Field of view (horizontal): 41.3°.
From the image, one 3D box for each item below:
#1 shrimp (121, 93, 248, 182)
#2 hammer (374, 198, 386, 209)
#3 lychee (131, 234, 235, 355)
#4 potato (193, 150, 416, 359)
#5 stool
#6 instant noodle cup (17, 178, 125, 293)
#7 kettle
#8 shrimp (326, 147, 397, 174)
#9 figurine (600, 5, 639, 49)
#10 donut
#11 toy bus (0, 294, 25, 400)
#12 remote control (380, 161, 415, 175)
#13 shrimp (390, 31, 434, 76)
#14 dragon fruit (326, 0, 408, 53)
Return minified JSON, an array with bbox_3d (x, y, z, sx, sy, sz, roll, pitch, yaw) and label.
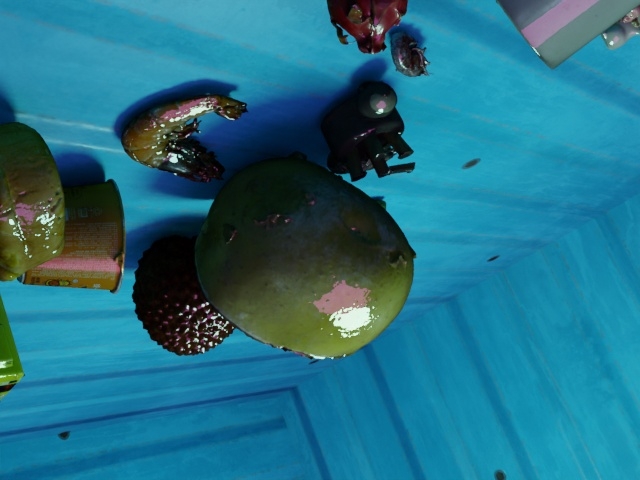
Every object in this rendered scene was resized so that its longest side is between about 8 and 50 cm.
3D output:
[{"bbox_3d":[-0.214,-0.184,1.519,0.222,0.054,0.290,-27,157,15],"label":"shrimp"},{"bbox_3d":[0.049,-0.050,2.121,0.336,0.119,0.206,-14,162,-42],"label":"hammer"},{"bbox_3d":[-0.291,0.113,1.942,0.276,0.304,0.276,12,166,3],"label":"lychee"},{"bbox_3d":[0.000,0.000,1.723,0.442,0.385,0.319,27,135,-16],"label":"potato"},{"bbox_3d":[0.090,-0.209,1.656,0.153,0.139,0.228,-25,164,1],"label":"stool"},{"bbox_3d":[-0.455,-0.006,1.530,0.172,0.215,0.216,-1,154,-26],"label":"instant noodle cup"},{"bbox_3d":[0.438,-0.465,1.248,0.377,0.250,0.361,-34,179,25],"label":"kettle"},{"bbox_3d":[0.102,-0.188,1.846,0.190,0.075,0.073,-11,127,-12],"label":"shrimp"},{"bbox_3d":[0.631,-0.445,1.697,0.146,0.081,0.098,-28,160,19],"label":"figurine"},{"bbox_3d":[-0.479,-0.070,1.305,0.128,0.208,0.261,-21,159,-28],"label":"donut"},{"bbox_3d":[-0.702,0.196,1.705,0.150,0.262,0.128,-35,158,27],"label":"toy bus"},{"bbox_3d":[0.156,-0.141,1.689,0.091,0.016,0.034,-13,166,-48],"label":"remote control"},{"bbox_3d":[0.166,-0.329,1.541,0.057,0.065,0.165,5,178,25],"label":"shrimp"},{"bbox_3d":[0.065,-0.357,1.232,0.136,0.165,0.133,-17,-154,-27],"label":"dragon fruit"}]
